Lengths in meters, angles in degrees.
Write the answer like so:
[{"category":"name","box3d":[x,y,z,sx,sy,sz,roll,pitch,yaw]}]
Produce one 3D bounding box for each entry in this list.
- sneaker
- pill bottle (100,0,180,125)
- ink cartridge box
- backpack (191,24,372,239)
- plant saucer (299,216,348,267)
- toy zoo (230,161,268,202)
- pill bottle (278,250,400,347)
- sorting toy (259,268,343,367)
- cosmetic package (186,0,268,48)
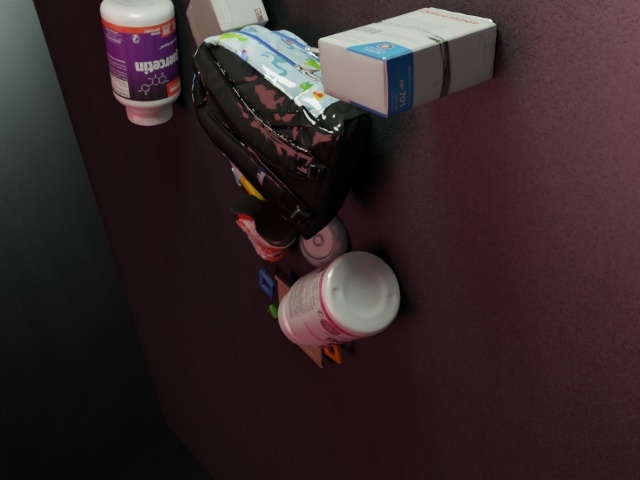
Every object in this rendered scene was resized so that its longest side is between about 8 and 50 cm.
[{"category":"sneaker","box3d":[-0.100,-0.009,1.478,0.270,0.090,0.145,30,156,54]},{"category":"pill bottle","box3d":[-0.463,-0.473,1.713,0.181,0.181,0.323,44,144,37]},{"category":"ink cartridge box","box3d":[0.115,-0.241,0.863,0.139,0.190,0.082,35,139,46]},{"category":"backpack","box3d":[-0.081,-0.229,1.180,0.355,0.273,0.290,31,142,13]},{"category":"plant saucer","box3d":[0.000,0.000,1.349,0.119,0.021,0.119,3,96,32]},{"category":"toy zoo","box3d":[-0.154,-0.190,1.499,0.192,0.030,0.293,58,157,7]},{"category":"pill bottle","box3d":[0.025,0.130,1.312,0.160,0.160,0.283,65,152,5]},{"category":"sorting toy","box3d":[-0.040,0.192,1.593,0.347,0.047,0.196,37,143,44]},{"category":"cosmetic package","box3d":[-0.192,-0.450,1.308,0.238,0.107,0.127,172,78,-75]}]
